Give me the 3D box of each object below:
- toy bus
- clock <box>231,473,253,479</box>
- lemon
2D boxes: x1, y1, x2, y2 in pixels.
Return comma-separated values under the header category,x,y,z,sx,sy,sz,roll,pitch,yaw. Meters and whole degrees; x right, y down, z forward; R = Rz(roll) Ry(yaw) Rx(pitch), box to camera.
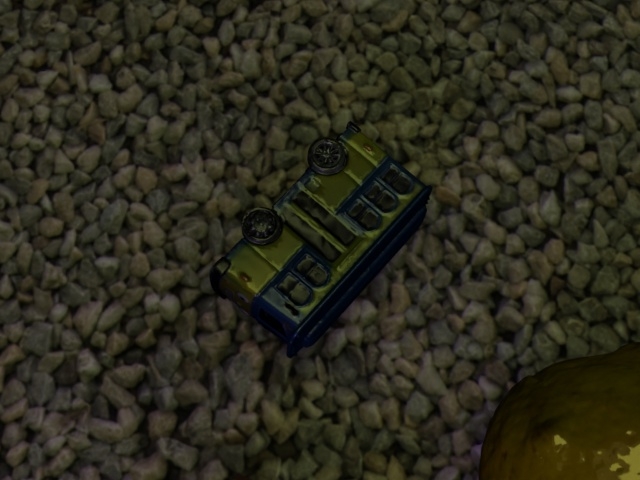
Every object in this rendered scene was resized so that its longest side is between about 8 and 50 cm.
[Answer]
category,x,y,z,sx,sy,sz,roll,pitch,yaw
toy bus,0.000,0.000,1.367,0.175,0.138,0.287,40,75,9
clock,-0.067,0.442,1.244,0.227,0.142,0.241,26,84,5
lemon,0.357,0.313,1.194,0.350,0.350,0.387,3,89,-3
